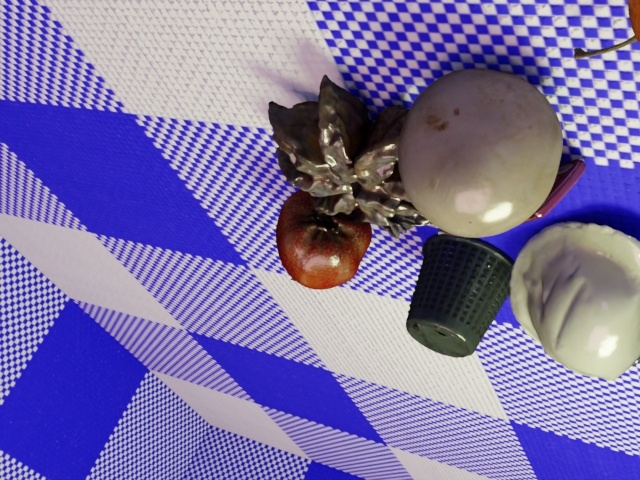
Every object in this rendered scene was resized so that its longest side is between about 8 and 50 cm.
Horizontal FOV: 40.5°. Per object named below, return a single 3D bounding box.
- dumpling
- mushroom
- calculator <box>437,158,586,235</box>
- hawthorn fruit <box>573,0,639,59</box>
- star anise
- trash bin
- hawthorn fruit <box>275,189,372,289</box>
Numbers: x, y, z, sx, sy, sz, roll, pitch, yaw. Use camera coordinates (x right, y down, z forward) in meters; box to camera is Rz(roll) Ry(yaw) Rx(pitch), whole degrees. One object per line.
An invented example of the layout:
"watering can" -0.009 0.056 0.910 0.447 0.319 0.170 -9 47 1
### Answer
"dumpling" 0.385 0.078 1.271 0.227 0.243 0.175 34 -159 30
"mushroom" 0.202 -0.105 1.059 0.204 0.204 0.204 22 155 11
"calculator" 0.252 -0.051 1.145 0.190 0.126 0.034 -11 115 54
"hawthorn fruit" 0.319 -0.203 0.779 0.165 0.165 0.285 27 165 1
"star anise" 0.063 -0.104 1.243 0.331 0.118 0.332 17 155 8
"trash bin" 0.220 0.100 1.431 0.175 0.161 0.175 24 156 11
"hawthorn fruit" 0.000 0.000 1.467 0.169 0.169 0.188 26 158 2
